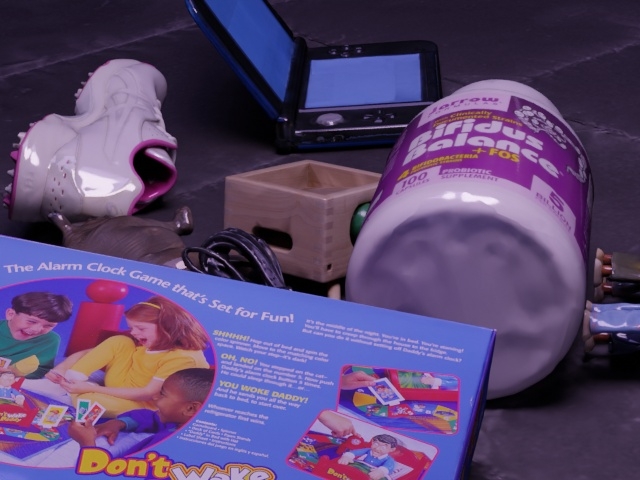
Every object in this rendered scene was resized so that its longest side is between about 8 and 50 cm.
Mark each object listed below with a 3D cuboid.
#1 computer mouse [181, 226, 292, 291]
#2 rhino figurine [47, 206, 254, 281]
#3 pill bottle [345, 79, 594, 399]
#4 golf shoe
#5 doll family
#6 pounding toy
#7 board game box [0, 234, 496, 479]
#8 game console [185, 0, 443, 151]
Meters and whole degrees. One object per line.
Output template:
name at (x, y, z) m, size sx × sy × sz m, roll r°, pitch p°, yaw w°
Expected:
computer mouse at (-0.119, 0.093, 1.138) m, size 0.272 × 0.072 × 0.188 m, roll -18°, pitch 43°, yaw -30°
rhino figurine at (-0.153, 0.013, 1.327) m, size 0.106 × 0.073 × 0.243 m, roll -19°, pitch 26°, yaw -36°
pill bottle at (0.124, -0.018, 1.221) m, size 0.169 × 0.169 × 0.301 m, roll 0°, pitch 25°, yaw 11°
golf shoe at (-0.191, -0.086, 1.543) m, size 0.140 × 0.115 × 0.306 m, roll 16°, pitch 30°, yaw 8°
doll family at (0.256, 0.047, 1.176) m, size 0.111 × 0.076 × 0.193 m, roll 6°, pitch 31°, yaw 13°
pounding toy at (0.000, 0.000, 1.321) m, size 0.141 × 0.100 × 0.130 m, roll 14°, pitch 19°, yaw 37°
board game box at (-0.084, 0.117, 0.963) m, size 0.347 × 0.078 × 0.233 m, roll 11°, pitch 35°, yaw 10°
game console at (0.001, -0.224, 1.706) m, size 0.250 × 0.173 × 0.293 m, roll -4°, pitch 24°, yaw 4°
